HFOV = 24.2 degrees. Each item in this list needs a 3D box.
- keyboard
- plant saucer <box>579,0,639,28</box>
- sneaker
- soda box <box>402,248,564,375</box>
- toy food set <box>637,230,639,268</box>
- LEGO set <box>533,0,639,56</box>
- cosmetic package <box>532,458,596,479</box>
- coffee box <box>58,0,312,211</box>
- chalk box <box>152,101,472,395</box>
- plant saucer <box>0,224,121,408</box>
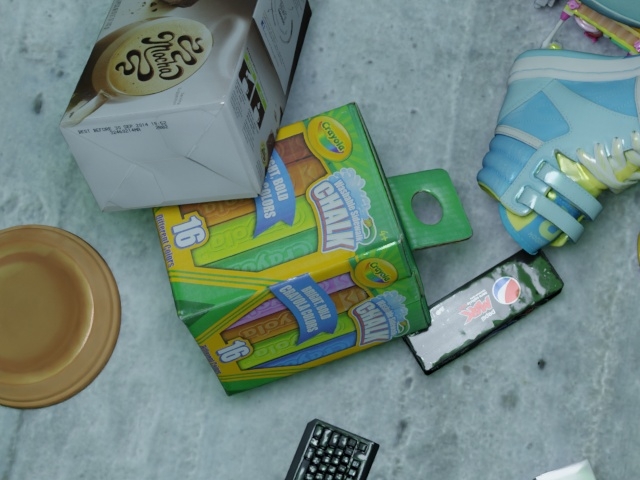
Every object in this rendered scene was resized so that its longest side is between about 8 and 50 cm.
[{"bbox_3d":[0.005,0.283,1.531,0.108,0.023,0.180,21,83,9],"label":"keyboard"},{"bbox_3d":[0.320,-0.341,1.548,0.318,0.043,0.317,10,61,-19],"label":"plant saucer"},{"bbox_3d":[0.290,-0.073,1.458,0.319,0.127,0.208,9,69,49],"label":"sneaker"},{"bbox_3d":[0.165,0.071,1.540,0.169,0.053,0.060,-32,79,-1],"label":"soda box"},{"bbox_3d":[0.420,-0.024,1.525,0.128,0.071,0.218,43,85,11],"label":"toy food set"},{"bbox_3d":[0.271,-0.259,1.589,0.132,0.107,0.287,-28,70,-36],"label":"LEGO set"},{"bbox_3d":[0.275,0.336,1.458,0.060,0.099,0.239,-21,78,4],"label":"cosmetic package"},{"bbox_3d":[-0.122,-0.174,1.467,0.168,0.119,0.297,-5,42,18],"label":"coffee box"},{"bbox_3d":[0.000,0.000,1.481,0.289,0.179,0.180,-21,56,2],"label":"chalk box"},{"bbox_3d":[-0.313,0.078,1.591,0.200,0.037,0.200,-1,80,6],"label":"plant saucer"}]
